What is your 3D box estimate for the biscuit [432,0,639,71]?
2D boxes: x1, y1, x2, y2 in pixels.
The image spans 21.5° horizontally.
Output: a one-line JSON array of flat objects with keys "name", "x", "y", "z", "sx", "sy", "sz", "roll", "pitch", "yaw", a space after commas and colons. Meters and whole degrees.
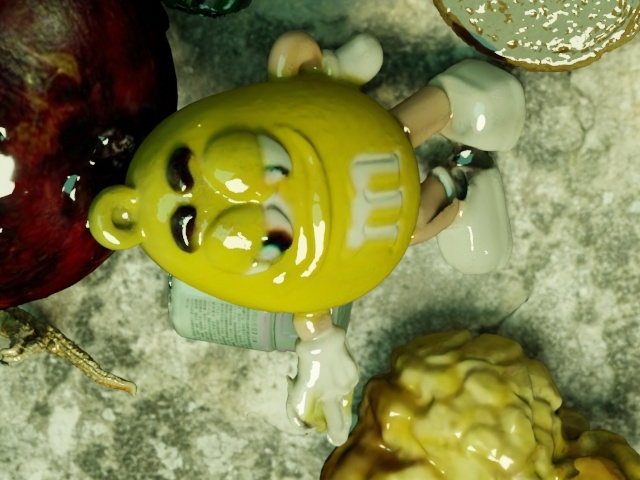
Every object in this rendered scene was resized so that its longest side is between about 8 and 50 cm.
[{"name": "biscuit", "x": 0.206, "y": -0.262, "z": 1.559, "sx": 0.225, "sy": 0.042, "sz": 0.226, "roll": 3, "pitch": 107, "yaw": 11}]

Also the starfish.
[{"name": "starfish", "x": -0.324, "y": 0.071, "z": 1.696, "sx": 0.295, "sy": 0.231, "sz": 0.048, "roll": 34, "pitch": 90, "yaw": 19}]

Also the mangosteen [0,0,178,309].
[{"name": "mangosteen", "x": -0.320, "y": -0.151, "z": 1.528, "sx": 0.381, "sy": 0.381, "sz": 0.421, "roll": -42, "pitch": 67, "yaw": 20}]

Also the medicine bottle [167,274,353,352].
[{"name": "medicine bottle", "x": -0.055, "y": 0.043, "z": 1.661, "sx": 0.168, "sy": 0.135, "sz": 0.135, "roll": 8, "pitch": 109, "yaw": 10}]

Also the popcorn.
[{"name": "popcorn", "x": 0.154, "y": 0.220, "z": 1.632, "sx": 0.332, "sy": 0.225, "sz": 0.265, "roll": -6, "pitch": 77, "yaw": 29}]

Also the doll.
[{"name": "doll", "x": 0.021, "y": -0.028, "z": 1.522, "sx": 0.161, "sy": 0.423, "sz": 0.348, "roll": 5, "pitch": 133, "yaw": 52}]

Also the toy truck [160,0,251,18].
[{"name": "toy truck", "x": -0.073, "y": -0.332, "z": 1.569, "sx": 0.121, "sy": 0.088, "sz": 0.259, "roll": 24, "pitch": 109, "yaw": 3}]
